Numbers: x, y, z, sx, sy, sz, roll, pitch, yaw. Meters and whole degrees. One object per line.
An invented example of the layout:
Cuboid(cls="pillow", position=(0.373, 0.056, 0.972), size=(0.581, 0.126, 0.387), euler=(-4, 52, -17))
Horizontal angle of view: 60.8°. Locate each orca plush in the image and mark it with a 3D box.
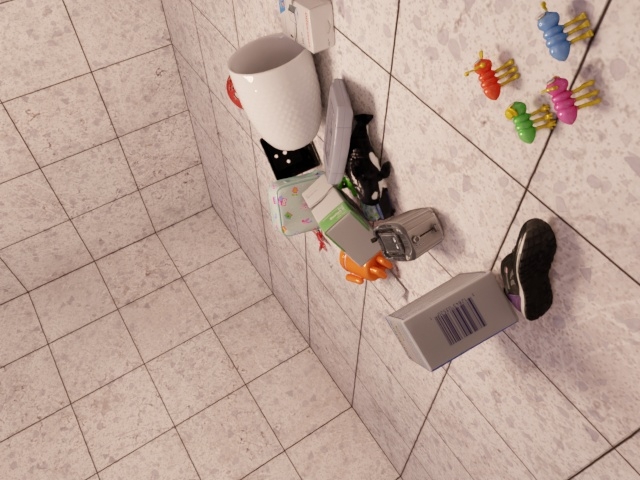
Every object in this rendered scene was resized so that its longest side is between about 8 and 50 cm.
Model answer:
Cuboid(cls="orca plush", position=(0.133, -0.241, 1.678), size=(0.151, 0.102, 0.287), euler=(15, 112, 23))

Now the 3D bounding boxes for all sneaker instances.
Cuboid(cls="sneaker", position=(0.469, 0.056, 1.288), size=(0.124, 0.107, 0.283), euler=(48, 157, 50))

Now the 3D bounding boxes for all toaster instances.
Cuboid(cls="toaster", position=(0.263, -0.019, 1.642), size=(0.129, 0.146, 0.227), euler=(66, 160, -7))

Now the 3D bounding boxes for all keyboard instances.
Cuboid(cls="keyboard", position=(0.232, 0.118, 2.065), size=(0.256, 0.014, 0.072), euler=(54, 137, 27))

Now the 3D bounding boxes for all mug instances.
Cuboid(cls="mug", position=(-0.132, -0.517, 1.878), size=(0.374, 0.276, 0.328), euler=(-94, -12, -47))

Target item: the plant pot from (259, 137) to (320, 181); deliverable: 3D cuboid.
Cuboid(cls="plant pot", position=(-0.133, -0.352, 2.187), size=(0.188, 0.188, 0.167), euler=(66, 172, -12))

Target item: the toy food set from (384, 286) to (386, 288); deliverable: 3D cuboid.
Cuboid(cls="toy food set", position=(0.273, 0.183, 2.079), size=(0.083, 0.020, 0.082), euler=(60, 161, 7))

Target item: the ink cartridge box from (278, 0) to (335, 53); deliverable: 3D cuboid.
Cuboid(cls="ink cartridge box", position=(-0.044, -0.675, 1.657), size=(0.191, 0.082, 0.140), euler=(48, 156, 40))

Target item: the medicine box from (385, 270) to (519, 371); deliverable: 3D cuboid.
Cuboid(cls="medicine box", position=(0.342, 0.211, 1.479), size=(0.149, 0.263, 0.289), euler=(60, 176, 4))

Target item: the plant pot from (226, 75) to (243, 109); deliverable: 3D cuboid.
Cuboid(cls="plant pot", position=(-0.259, -0.621, 2.116), size=(0.191, 0.191, 0.174), euler=(62, 158, 0))

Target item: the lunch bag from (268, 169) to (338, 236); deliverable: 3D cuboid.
Cuboid(cls="lunch bag", position=(-0.056, -0.150, 2.098), size=(0.108, 0.279, 0.224), euler=(23, 126, 61))

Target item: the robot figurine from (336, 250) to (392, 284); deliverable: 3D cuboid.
Cuboid(cls="robot figurine", position=(0.161, 0.072, 2.028), size=(0.219, 0.128, 0.158), euler=(21, 119, 41))

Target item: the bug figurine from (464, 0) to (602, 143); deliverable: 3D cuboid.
Cuboid(cls="bug figurine", position=(0.397, -0.300, 1.033), size=(0.216, 0.072, 0.279), euler=(63, 161, -2))

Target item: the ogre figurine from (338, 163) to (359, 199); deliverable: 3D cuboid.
Cuboid(cls="ogre figurine", position=(0.108, -0.228, 1.847), size=(0.197, 0.096, 0.118), euler=(41, 142, 23))

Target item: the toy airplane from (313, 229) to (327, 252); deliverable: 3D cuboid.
Cuboid(cls="toy airplane", position=(0.000, 0.000, 2.527), size=(0.151, 0.028, 0.151), euler=(53, 159, 30))

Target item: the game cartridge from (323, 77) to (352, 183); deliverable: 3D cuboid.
Cuboid(cls="game cartridge", position=(0.052, -0.335, 1.734), size=(0.294, 0.060, 0.196), euler=(97, 173, -45))

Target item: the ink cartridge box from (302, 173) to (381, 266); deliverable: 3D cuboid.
Cuboid(cls="ink cartridge box", position=(0.074, -0.076, 1.877), size=(0.211, 0.121, 0.289), euler=(41, -168, -35))

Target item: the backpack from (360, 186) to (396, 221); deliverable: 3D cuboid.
Cuboid(cls="backpack", position=(0.181, -0.115, 1.820), size=(0.105, 0.084, 0.114), euler=(68, 164, -7))
